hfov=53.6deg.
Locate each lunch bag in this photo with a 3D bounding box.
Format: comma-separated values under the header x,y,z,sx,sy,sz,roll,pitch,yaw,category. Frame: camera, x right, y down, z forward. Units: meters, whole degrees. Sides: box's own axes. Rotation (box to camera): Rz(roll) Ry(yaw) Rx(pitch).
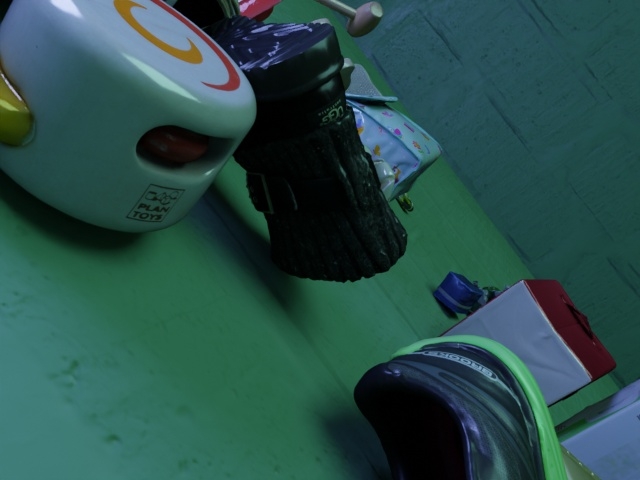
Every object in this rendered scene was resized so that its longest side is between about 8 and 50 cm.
x,y,z,sx,sy,sz,roll,pitch,yaw,category
0.271,0.108,1.252,0.067,0.065,0.098,45,14,30,lunch bag
0.100,-0.215,1.294,0.262,0.160,0.223,45,25,8,lunch bag

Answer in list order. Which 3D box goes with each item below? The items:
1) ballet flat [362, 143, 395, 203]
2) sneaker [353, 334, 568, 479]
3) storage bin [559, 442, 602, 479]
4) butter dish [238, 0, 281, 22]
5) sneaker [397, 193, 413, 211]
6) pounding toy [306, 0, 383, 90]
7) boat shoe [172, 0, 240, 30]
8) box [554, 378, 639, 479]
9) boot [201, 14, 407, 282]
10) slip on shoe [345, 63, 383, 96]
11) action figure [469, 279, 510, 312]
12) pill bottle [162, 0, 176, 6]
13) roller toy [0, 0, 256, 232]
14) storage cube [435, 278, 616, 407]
x,y,z,sx,sy,sz,roll,pitch,yaw,category
0.039,-0.094,0.980,0.342,0.124,0.116,29,30,-50,ballet flat
0.145,0.304,0.515,0.202,0.185,0.483,5,46,-32,sneaker
0.330,0.417,0.749,0.260,0.123,0.262,41,21,-31,storage bin
-0.154,-0.439,1.161,0.160,0.160,0.118,59,-3,17,butter dish
0.197,-0.101,1.516,0.035,0.031,0.083,47,19,-59,sneaker
-0.049,-0.261,0.897,0.155,0.269,0.154,62,-25,3,pounding toy
-0.169,-0.306,0.829,0.302,0.113,0.103,85,6,-73,boat shoe
0.477,0.366,0.963,0.231,0.262,0.126,57,20,11,box
-0.065,-0.103,0.722,0.348,0.131,0.260,29,-31,51,boot
0.100,-0.313,1.543,0.331,0.123,0.101,-101,171,-48,slip on shoe
0.389,0.127,1.445,0.232,0.137,0.064,3,94,-76,action figure
-0.280,-0.330,0.532,0.210,0.210,0.363,58,20,15,pill bottle
-0.162,-0.105,0.501,0.191,0.146,0.209,34,22,-17,roller toy
0.339,0.189,1.051,0.193,0.215,0.184,6,49,-56,storage cube
